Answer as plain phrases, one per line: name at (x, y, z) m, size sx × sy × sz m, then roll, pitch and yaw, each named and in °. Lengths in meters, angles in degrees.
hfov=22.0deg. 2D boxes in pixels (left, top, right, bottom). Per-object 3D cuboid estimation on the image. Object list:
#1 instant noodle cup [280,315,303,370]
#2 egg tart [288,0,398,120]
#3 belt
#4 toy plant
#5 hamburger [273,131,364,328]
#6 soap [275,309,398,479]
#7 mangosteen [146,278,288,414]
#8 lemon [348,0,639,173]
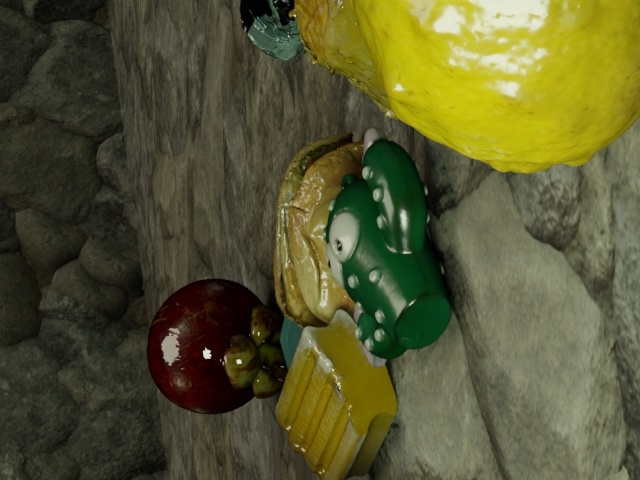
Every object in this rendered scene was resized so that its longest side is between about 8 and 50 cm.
instant noodle cup at (-0.004, 0.136, 2.203) m, size 0.179 × 0.070 × 0.157 m, roll -107°, pitch 21°, yaw -47°
egg tart at (0.049, -0.285, 1.777) m, size 0.341 × 0.132 × 0.341 m, roll 176°, pitch 90°, yaw -74°
belt at (-0.053, -0.312, 2.231) m, size 0.058 × 0.105 × 0.140 m, roll 116°, pitch 138°, yaw -62°
toy plant at (0.067, 0.013, 1.806) m, size 0.232 × 0.112 × 0.243 m, roll 125°, pitch 134°, yaw -60°
hamburger at (0.000, 0.000, 2.035) m, size 0.124 × 0.131 × 0.262 m, roll 23°, pitch 116°, yaw 60°
soap at (0.019, 0.202, 2.031) m, size 0.140 × 0.073 × 0.232 m, roll 51°, pitch 152°, yaw 20°
mangosteen at (-0.146, 0.171, 2.540) m, size 0.257 × 0.215 × 0.215 m, roll 14°, pitch 109°, yaw 46°
lemon at (0.141, -0.203, 1.163) m, size 0.316 × 0.285 × 0.285 m, roll 126°, pitch 139°, yaw -61°
